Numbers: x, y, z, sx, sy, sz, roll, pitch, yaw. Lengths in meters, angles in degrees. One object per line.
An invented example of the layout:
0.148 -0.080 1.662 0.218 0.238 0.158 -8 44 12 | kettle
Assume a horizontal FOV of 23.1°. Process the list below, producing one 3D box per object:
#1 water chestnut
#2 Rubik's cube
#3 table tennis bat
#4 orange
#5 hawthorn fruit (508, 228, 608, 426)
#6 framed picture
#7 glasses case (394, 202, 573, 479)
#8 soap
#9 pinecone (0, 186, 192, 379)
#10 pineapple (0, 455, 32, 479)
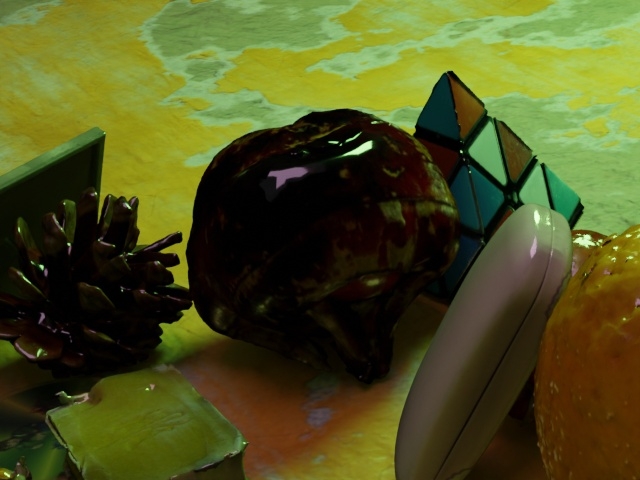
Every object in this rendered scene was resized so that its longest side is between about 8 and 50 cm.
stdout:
0.000 0.000 1.602 0.289 0.244 0.289 -11 23 5 | water chestnut
0.144 0.020 1.694 0.250 0.284 0.234 -29 44 18 | Rubik's cube
-0.315 0.208 1.526 0.321 0.050 0.198 -13 26 -15 | table tennis bat
0.323 0.136 1.153 0.341 0.293 0.340 3 15 -1 | orange
0.213 0.090 1.424 0.179 0.179 0.200 0 41 21 | hawthorn fruit
-0.362 0.030 1.691 0.020 0.240 0.324 36 48 24 | framed picture
0.133 0.099 1.312 0.075 0.296 0.113 19 35 -8 | glasses case
-0.149 0.191 1.373 0.135 0.076 0.233 -21 24 -17 | soap
-0.243 0.043 1.647 0.201 0.202 0.229 -46 -14 19 | pinecone
-0.354 0.206 1.386 0.250 0.139 0.164 -4 46 9 | pineapple
